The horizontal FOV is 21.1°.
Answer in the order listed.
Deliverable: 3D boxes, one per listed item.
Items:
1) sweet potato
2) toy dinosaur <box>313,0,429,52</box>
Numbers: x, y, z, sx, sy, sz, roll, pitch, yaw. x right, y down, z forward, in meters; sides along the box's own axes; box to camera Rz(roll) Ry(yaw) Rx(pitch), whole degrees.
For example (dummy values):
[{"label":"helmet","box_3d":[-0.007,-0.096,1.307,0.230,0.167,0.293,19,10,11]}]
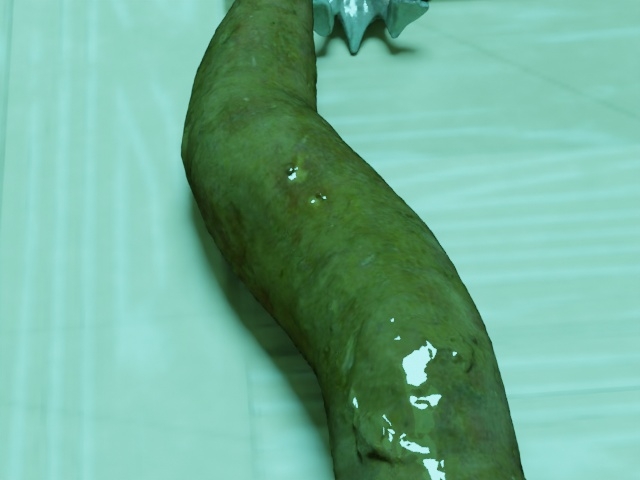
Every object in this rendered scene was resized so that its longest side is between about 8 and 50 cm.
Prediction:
[{"label":"sweet potato","box_3d":[0.000,0.000,0.537,0.059,0.067,0.281,20,32,-41]},{"label":"toy dinosaur","box_3d":[0.009,-0.118,0.667,0.220,0.032,0.108,-1,50,2]}]
